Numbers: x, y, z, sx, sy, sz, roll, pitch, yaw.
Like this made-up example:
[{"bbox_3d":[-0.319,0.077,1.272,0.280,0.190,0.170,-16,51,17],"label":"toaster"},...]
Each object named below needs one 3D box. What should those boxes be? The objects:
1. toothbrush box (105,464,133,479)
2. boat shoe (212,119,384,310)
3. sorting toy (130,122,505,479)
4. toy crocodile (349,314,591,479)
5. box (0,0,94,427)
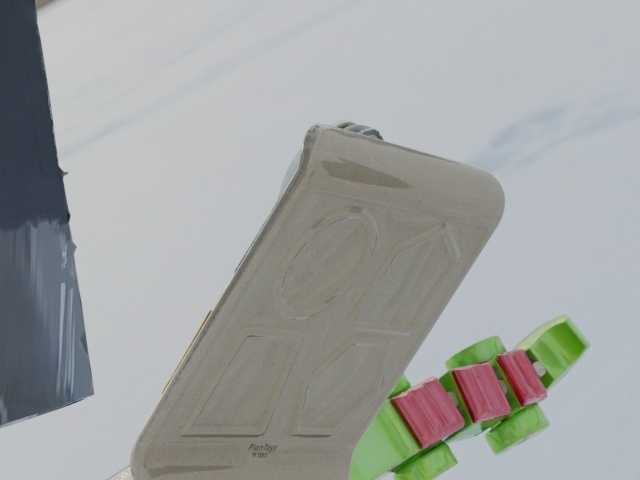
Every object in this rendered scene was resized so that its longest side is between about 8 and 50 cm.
[{"bbox_3d":[-0.174,0.313,1.004,0.296,0.216,0.126,-32,10,-1],"label":"toothbrush box"},{"bbox_3d":[0.002,0.003,1.509,0.091,0.109,0.305,-1,46,36],"label":"boat shoe"},{"bbox_3d":[0.000,0.042,0.858,0.193,0.038,0.208,10,-69,-54],"label":"sorting toy"},{"bbox_3d":[0.136,0.164,1.584,0.341,0.115,0.105,-17,-18,-36],"label":"toy crocodile"},{"bbox_3d":[-0.251,-0.100,0.573,0.395,0.318,0.097,2,14,45],"label":"box"}]
